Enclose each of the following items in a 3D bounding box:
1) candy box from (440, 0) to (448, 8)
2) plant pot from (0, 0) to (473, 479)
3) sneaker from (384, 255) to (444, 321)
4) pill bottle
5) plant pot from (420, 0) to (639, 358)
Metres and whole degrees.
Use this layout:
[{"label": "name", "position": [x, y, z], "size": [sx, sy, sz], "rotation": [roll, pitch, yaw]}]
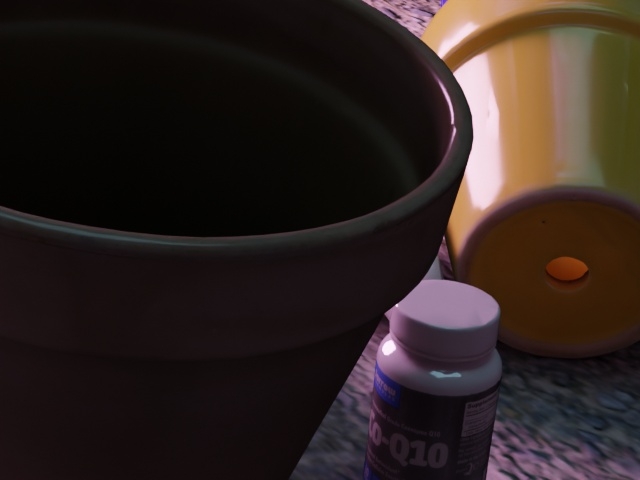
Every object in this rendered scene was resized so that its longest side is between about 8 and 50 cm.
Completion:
[{"label": "candy box", "position": [0.241, -0.138, 1.562], "size": [0.268, 0.122, 0.317], "rotation": [5, 22, 2]}, {"label": "plant pot", "position": [-0.109, 0.031, 0.857], "size": [0.323, 0.280, 0.323], "rotation": [9, 30, -5]}, {"label": "sneaker", "position": [0.000, 0.000, 1.292], "size": [0.169, 0.108, 0.292], "rotation": [-12, 31, -4]}, {"label": "pill bottle", "position": [0.070, 0.099, 1.029], "size": [0.078, 0.137, 0.078], "rotation": [4, 25, -2]}, {"label": "plant pot", "position": [0.186, -0.049, 1.271], "size": [0.254, 0.254, 0.239], "rotation": [7, 41, 3]}]
